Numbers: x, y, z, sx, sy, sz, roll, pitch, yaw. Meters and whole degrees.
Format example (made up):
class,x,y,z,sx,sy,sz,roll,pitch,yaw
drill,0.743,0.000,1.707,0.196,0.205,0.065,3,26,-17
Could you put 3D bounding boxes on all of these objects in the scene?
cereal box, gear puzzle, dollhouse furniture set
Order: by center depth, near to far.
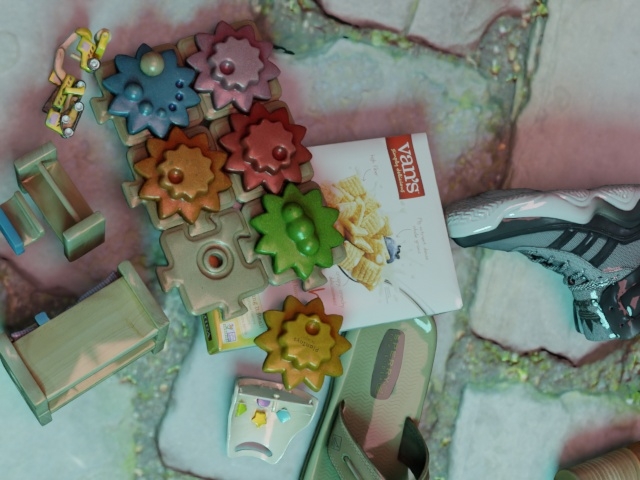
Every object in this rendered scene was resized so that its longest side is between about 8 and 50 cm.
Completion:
class,x,y,z,sx,sy,sz,roll,pitch,yaw
dollhouse furniture set,-0.233,0.040,1.277,0.129,0.129,0.183,-32,81,-15
gear puzzle,-0.068,-0.025,1.300,0.175,0.044,0.339,-20,84,-22
cereal box,0.000,0.000,1.369,0.240,0.047,0.173,-10,83,-20

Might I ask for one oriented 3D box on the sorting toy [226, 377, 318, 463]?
class,x,y,z,sx,sy,sz,roll,pitch,yaw
sorting toy,-0.055,0.170,1.389,0.083,0.045,0.075,13,98,-22

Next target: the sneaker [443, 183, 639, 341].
class,x,y,z,sx,sy,sz,roll,pitch,yaw
sneaker,0.244,0.024,1.456,0.269,0.101,0.153,-4,94,-24

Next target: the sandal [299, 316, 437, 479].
class,x,y,z,sx,sy,sz,roll,pitch,yaw
sandal,0.052,0.200,1.405,0.120,0.086,0.302,7,91,-24

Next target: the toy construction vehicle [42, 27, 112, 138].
class,x,y,z,sx,sy,sz,roll,pitch,yaw
toy construction vehicle,-0.213,-0.137,1.272,0.035,0.086,0.098,23,88,-15

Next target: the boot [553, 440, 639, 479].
class,x,y,z,sx,sy,sz,roll,pitch,yaw
boot,0.349,0.343,1.541,0.220,0.109,0.283,-6,90,-25
